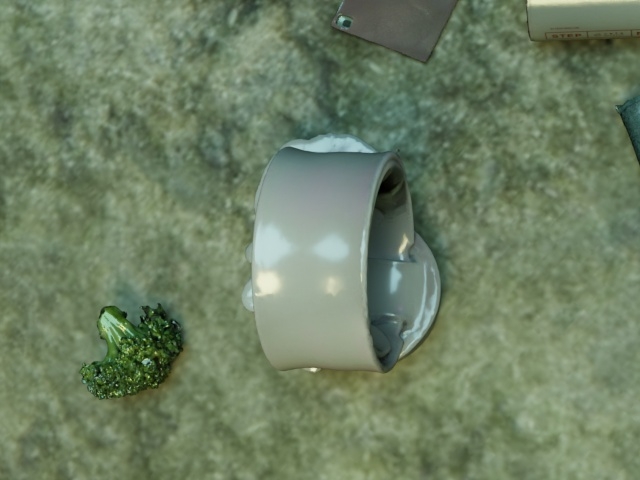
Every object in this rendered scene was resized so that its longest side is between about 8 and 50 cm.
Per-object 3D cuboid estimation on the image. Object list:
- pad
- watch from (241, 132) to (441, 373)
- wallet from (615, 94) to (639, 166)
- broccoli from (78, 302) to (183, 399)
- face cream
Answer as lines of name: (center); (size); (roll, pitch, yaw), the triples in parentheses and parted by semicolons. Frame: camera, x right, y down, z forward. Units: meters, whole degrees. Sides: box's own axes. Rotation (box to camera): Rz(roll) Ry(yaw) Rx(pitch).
pad: (0.100, -0.279, 1.621); (0.113, 0.006, 0.188); (24, 80, 20)
watch: (0.000, 0.000, 1.447); (0.196, 0.231, 0.244); (1, 78, 17)
wallet: (0.412, 0.018, 1.438); (0.190, 0.046, 0.379); (-16, 70, 8)
broccoli: (-0.186, 0.107, 1.538); (0.097, 0.095, 0.092); (-45, 82, 6)
face cream: (0.306, -0.240, 1.511); (0.214, 0.096, 0.096); (0, 74, 13)
